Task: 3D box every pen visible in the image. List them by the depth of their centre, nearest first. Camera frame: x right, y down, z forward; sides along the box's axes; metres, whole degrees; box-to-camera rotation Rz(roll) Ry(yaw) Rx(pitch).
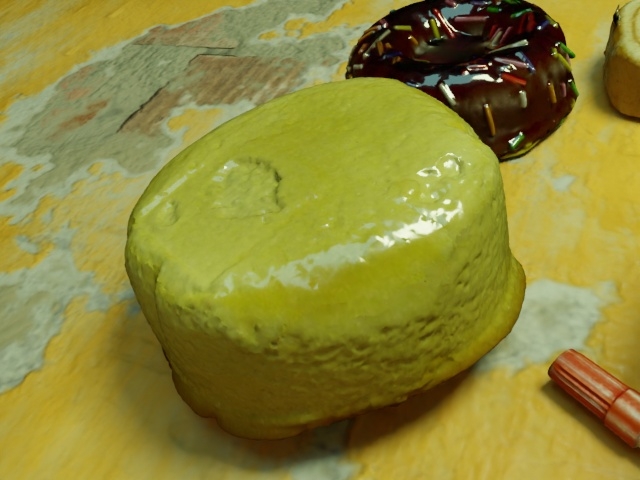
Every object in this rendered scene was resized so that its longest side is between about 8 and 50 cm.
[{"bbox_3d":[0.216,0.132,0.326,0.028,0.028,0.239,-32,44,-18],"label":"pen"}]

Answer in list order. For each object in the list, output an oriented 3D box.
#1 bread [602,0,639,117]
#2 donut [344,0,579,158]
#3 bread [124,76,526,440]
[{"bbox_3d":[0.331,-0.180,0.602,0.122,0.073,0.149,4,45,18],"label":"bread"},{"bbox_3d":[0.131,-0.169,0.640,0.235,0.089,0.235,-7,43,7],"label":"donut"},{"bbox_3d":[0.000,0.000,0.449,0.270,0.148,0.270,-11,38,9],"label":"bread"}]
